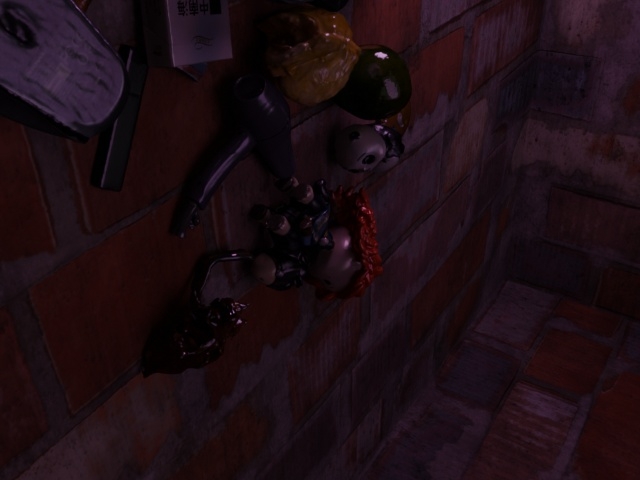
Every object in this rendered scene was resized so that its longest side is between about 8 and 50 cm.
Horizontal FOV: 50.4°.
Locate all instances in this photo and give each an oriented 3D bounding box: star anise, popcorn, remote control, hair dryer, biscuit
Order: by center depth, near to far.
[{"bbox_3d":[-0.337,-0.205,1.154,0.063,0.025,0.246,2,104,-56],"label":"remote control"},{"bbox_3d":[-0.185,-0.142,1.412,0.361,0.121,0.301,-51,156,-15],"label":"hair dryer"},{"bbox_3d":[-0.025,-0.383,1.413,0.253,0.191,0.190,-29,130,-50],"label":"popcorn"},{"bbox_3d":[-0.238,0.160,1.440,0.347,0.148,0.237,-61,172,-23],"label":"star anise"},{"bbox_3d":[0.211,-0.332,2.025,0.236,0.039,0.180,-62,149,-20],"label":"biscuit"}]

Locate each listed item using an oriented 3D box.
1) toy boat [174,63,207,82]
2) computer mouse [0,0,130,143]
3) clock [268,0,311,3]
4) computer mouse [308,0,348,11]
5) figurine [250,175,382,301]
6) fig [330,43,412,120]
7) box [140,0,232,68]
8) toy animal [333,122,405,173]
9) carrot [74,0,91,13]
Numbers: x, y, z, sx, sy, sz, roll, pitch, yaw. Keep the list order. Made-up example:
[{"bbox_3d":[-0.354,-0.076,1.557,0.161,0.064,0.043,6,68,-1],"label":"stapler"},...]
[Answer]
[{"bbox_3d":[-0.226,-0.359,1.242,0.096,0.034,0.122,27,83,-63],"label":"toy boat"},{"bbox_3d":[-0.415,-0.275,0.879,0.374,0.114,0.203,45,69,-42],"label":"computer mouse"},{"bbox_3d":[-0.048,-0.576,1.246,0.280,0.055,0.281,-29,131,-39],"label":"clock"},{"bbox_3d":[-0.031,-0.568,1.390,0.269,0.086,0.138,5,107,-51],"label":"computer mouse"},{"bbox_3d":[-0.007,0.004,1.679,0.411,0.241,0.307,6,93,-51],"label":"figurine"},{"bbox_3d":[0.098,-0.378,1.663,0.244,0.195,0.196,-17,128,-19],"label":"fig"},{"bbox_3d":[-0.228,-0.420,1.138,0.155,0.067,0.243,-26,121,-50],"label":"box"},{"bbox_3d":[0.114,-0.238,1.804,0.179,0.166,0.138,-18,79,-46],"label":"toy animal"},{"bbox_3d":[-0.364,-0.341,1.009,0.037,0.037,0.190,37,74,-60],"label":"carrot"}]
